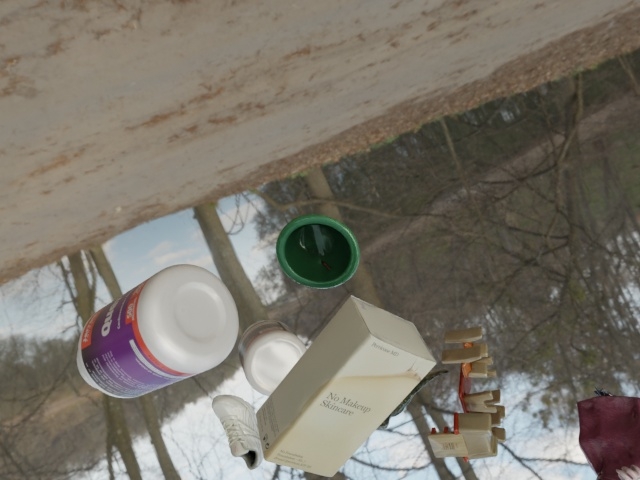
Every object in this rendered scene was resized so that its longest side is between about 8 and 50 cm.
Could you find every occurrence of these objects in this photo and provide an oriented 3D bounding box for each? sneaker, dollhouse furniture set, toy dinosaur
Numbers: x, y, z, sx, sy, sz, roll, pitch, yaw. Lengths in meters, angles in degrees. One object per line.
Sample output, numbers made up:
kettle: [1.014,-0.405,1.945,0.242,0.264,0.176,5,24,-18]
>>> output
sneaker: [-0.215,0.516,1.439,0.090,0.232,0.115,-30,-164,22]
dollhouse furniture set: [0.337,0.377,1.258,0.135,0.262,0.259,-11,-156,23]
toy dinosaur: [0.196,0.374,1.373,0.268,0.118,0.064,-31,152,-28]

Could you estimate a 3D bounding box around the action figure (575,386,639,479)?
action figure: [0.567,0.481,1.017,0.370,0.276,0.248,-61,-165,-27]

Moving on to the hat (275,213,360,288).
hat: [-0.007,-0.006,1.234,0.208,0.173,0.183,14,-159,4]

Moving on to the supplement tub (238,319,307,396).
supplement tub: [-0.150,0.348,1.638,0.191,0.191,0.272,-23,-174,-12]

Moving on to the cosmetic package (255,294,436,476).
cosmetic package: [0.037,0.266,0.955,0.160,0.113,0.309,26,111,-28]

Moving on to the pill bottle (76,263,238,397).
pill bottle: [-0.305,0.173,0.957,0.323,0.181,0.181,-28,173,37]
